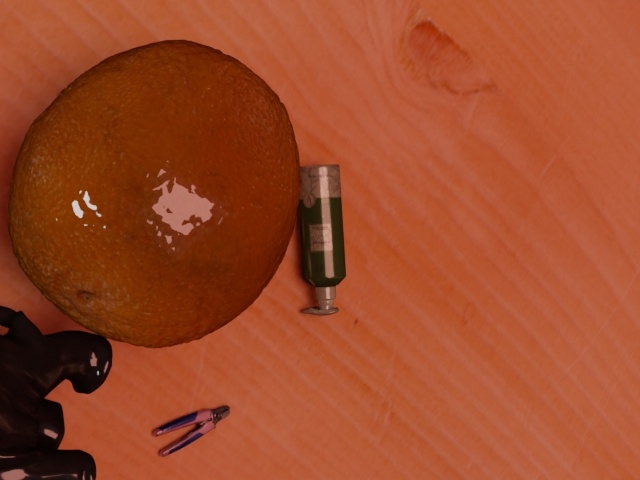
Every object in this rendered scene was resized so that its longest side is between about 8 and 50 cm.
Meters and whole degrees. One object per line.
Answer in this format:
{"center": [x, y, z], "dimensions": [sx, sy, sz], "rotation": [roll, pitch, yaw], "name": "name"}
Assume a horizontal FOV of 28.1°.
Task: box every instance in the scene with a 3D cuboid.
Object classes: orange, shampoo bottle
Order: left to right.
{"center": [-0.180, -0.060, 1.473], "dimensions": [0.322, 0.322, 0.357], "rotation": [47, 56, -24], "name": "orange"}
{"center": [0.000, 0.000, 1.737], "dimensions": [0.065, 0.065, 0.204], "rotation": [-5, 92, -34], "name": "shampoo bottle"}

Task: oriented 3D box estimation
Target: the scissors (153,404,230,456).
{"center": [-0.163, 0.241, 1.652], "dimensions": [0.113, 0.012, 0.039], "rotation": [-22, 101, -32], "name": "scissors"}

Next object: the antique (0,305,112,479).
{"center": [-0.389, 0.224, 1.397], "dimensions": [0.255, 0.185, 0.322], "rotation": [23, 64, -39], "name": "antique"}
